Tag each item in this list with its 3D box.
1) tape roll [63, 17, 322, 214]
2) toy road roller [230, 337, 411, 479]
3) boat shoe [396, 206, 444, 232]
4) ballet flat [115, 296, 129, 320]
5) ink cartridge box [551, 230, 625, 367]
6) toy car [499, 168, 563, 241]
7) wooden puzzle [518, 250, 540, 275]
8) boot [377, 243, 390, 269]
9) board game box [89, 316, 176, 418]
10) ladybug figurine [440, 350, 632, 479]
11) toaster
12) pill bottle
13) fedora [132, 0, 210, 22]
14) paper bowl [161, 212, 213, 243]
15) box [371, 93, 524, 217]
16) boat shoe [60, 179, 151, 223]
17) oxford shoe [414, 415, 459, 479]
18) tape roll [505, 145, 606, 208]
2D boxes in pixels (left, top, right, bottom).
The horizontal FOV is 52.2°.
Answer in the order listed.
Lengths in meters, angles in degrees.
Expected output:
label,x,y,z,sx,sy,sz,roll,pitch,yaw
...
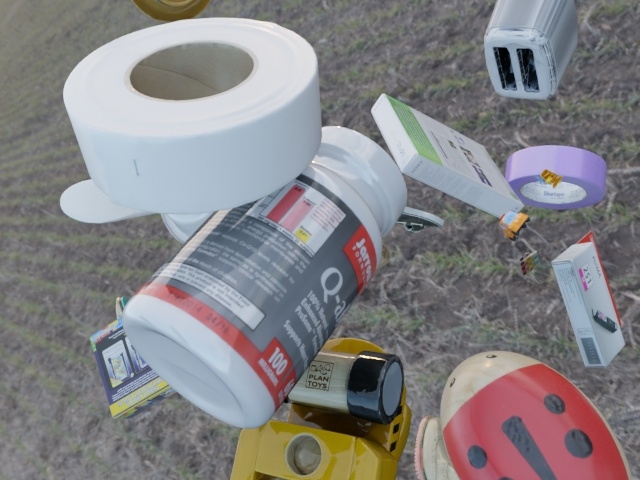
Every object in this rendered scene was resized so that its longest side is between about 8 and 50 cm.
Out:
label,x,y,z,sx,sy,sz,roll,pitch,yaw
tape roll,-0.141,-0.154,0.755,0.285,0.100,0.286,-2,42,2
toy road roller,0.025,0.304,0.930,0.202,0.240,0.330,3,69,27
boat shoe,0.283,-0.063,2.009,0.077,0.219,0.070,23,98,62
ballet flat,-0.413,0.220,1.471,0.067,0.206,0.073,-29,17,10
ink cartridge box,0.679,0.135,1.597,0.238,0.275,0.060,-27,9,-40
toy car,0.321,-0.057,1.015,0.040,0.060,0.122,38,99,16
wooden puzzle,0.491,0.053,1.534,0.049,0.083,0.006,-34,42,-5
boot,0.000,0.000,1.348,0.206,0.248,0.090,-27,22,38
board game box,-0.259,0.172,1.002,0.170,0.048,0.141,-30,68,13
ladybug figurine,0.402,0.402,1.242,0.305,0.162,0.449,-39,59,3
toaster,0.361,-0.349,1.126,0.129,0.227,0.147,13,67,30
pill bottle,-0.051,0.029,0.817,0.210,0.210,0.363,-4,39,50
fedora,-0.264,-0.484,1.166,0.194,0.194,0.079,-50,35,9
paper bowl,-0.232,-0.120,1.388,0.284,0.148,0.285,-5,80,30
box,0.273,-0.179,1.413,0.058,0.321,0.232,-50,36,28
boat shoe,-0.284,-0.062,0.967,0.063,0.184,0.066,132,124,-80
oxford shoe,0.319,0.582,1.514,0.146,0.140,0.397,-31,41,27
tape roll,0.672,-0.176,1.880,0.274,0.274,0.090,-5,68,49
